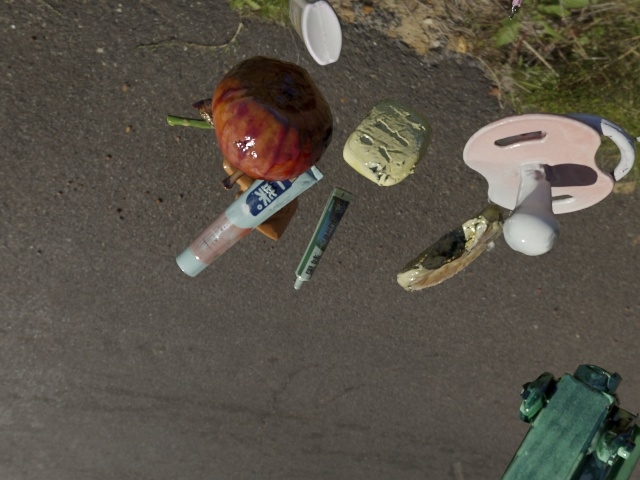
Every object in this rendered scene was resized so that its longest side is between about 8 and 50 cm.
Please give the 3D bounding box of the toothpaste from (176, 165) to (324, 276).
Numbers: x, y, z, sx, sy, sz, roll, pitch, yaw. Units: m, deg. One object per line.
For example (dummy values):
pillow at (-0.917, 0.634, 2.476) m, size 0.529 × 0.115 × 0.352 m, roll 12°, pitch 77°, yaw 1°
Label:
toothpaste at (-0.090, -0.033, 0.506) m, size 0.205 × 0.036 × 0.056 m, roll -40°, pitch 93°, yaw 9°

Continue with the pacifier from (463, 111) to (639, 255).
pacifier at (0.421, -0.117, 0.812) m, size 0.273 × 0.220 × 0.332 m, roll -49°, pitch 131°, yaw 5°

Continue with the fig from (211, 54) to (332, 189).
fig at (-0.051, -0.108, 0.432) m, size 0.128 × 0.128 × 0.151 m, roll 3°, pitch 119°, yaw -6°

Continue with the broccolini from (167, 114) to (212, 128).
broccolini at (-0.342, -0.411, 1.492) m, size 0.391 × 0.079 × 0.074 m, roll 7°, pitch 154°, yaw 1°

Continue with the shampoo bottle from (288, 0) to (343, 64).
shampoo bottle at (-0.013, -0.352, 0.672) m, size 0.055 × 0.227 × 0.086 m, roll -16°, pitch 127°, yaw 1°

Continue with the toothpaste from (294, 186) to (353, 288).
toothpaste at (0.000, 0.000, 1.467) m, size 0.098 × 0.061 × 0.392 m, roll 16°, pitch 105°, yaw -44°

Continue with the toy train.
toy train at (0.283, 0.298, 0.513) m, size 0.301 × 0.120 × 0.202 m, roll -55°, pitch 132°, yaw -8°

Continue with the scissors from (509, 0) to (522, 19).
scissors at (0.464, -0.574, 0.963) m, size 0.039 × 0.012 × 0.113 m, roll -18°, pitch 135°, yaw -41°

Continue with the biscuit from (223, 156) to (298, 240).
biscuit at (-0.112, -0.138, 1.031) m, size 0.043 × 0.284 × 0.307 m, roll 19°, pitch 124°, yaw 33°

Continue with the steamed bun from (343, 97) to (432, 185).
steamed bun at (0.213, -0.294, 1.326) m, size 0.232 × 0.166 × 0.273 m, roll 34°, pitch 79°, yaw 12°

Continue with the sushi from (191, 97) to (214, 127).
sushi at (-0.224, -0.269, 0.898) m, size 0.055 × 0.120 × 0.052 m, roll -43°, pitch 81°, yaw 8°

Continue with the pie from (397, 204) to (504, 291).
pie at (0.347, 0.032, 1.097) m, size 0.337 × 0.075 × 0.337 m, roll -28°, pitch 158°, yaw -12°
